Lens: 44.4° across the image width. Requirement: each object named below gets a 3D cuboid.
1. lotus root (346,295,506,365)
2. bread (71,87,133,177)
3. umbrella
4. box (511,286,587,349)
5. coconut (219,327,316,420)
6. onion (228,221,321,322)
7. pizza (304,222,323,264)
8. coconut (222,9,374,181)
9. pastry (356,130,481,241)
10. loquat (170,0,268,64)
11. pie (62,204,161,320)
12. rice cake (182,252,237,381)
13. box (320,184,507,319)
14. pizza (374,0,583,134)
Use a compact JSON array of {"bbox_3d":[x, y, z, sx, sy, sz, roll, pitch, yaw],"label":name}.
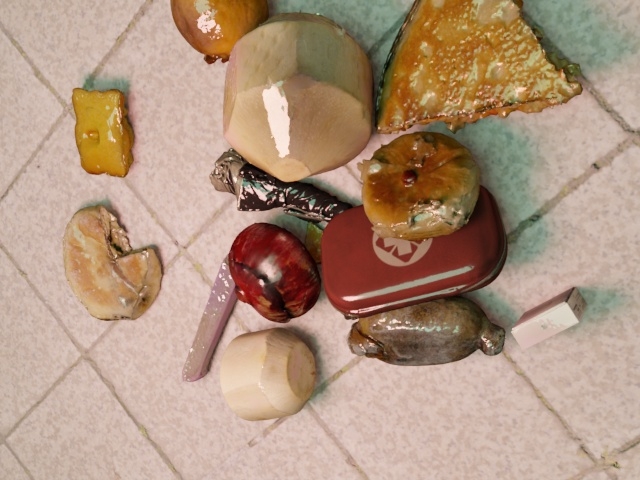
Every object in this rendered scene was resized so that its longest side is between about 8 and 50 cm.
[{"bbox_3d":[0.232,0.189,1.716,0.350,0.175,0.174,-3,101,23],"label":"lotus root"},{"bbox_3d":[-0.554,-0.280,2.021,0.161,0.088,0.232,13,110,27],"label":"bread"},{"bbox_3d":[-0.093,-0.109,1.827,0.358,0.106,0.113,21,129,17],"label":"umbrella"},{"bbox_3d":[0.470,0.158,1.610,0.129,0.130,0.051,-34,85,28],"label":"box"},{"bbox_3d":[-0.135,0.324,1.893,0.241,0.241,0.241,6,104,24],"label":"coconut"},{"bbox_3d":[-0.113,0.079,1.822,0.246,0.190,0.246,45,156,26],"label":"onion"},{"bbox_3d":[0.000,0.000,1.855,0.123,0.026,0.108,-21,89,30],"label":"pizza"},{"bbox_3d":[-0.045,-0.283,1.638,0.353,0.353,0.352,6,104,24],"label":"coconut"},{"bbox_3d":[0.197,-0.117,1.579,0.257,0.121,0.235,-8,59,24],"label":"pastry"},{"bbox_3d":[-0.220,-0.516,1.729,0.193,0.238,0.238,-4,100,29],"label":"loquat"},{"bbox_3d":[-0.576,0.068,2.118,0.338,0.075,0.337,9,111,25],"label":"pie"},{"bbox_3d":[-0.269,0.201,2.005,0.064,0.070,0.398,28,113,13],"label":"rice cake"},{"bbox_3d":[0.187,0.015,1.656,0.404,0.108,0.263,-16,60,18],"label":"box"},{"bbox_3d":[0.326,-0.345,1.554,0.406,0.130,0.439,34,111,26],"label":"pizza"}]
